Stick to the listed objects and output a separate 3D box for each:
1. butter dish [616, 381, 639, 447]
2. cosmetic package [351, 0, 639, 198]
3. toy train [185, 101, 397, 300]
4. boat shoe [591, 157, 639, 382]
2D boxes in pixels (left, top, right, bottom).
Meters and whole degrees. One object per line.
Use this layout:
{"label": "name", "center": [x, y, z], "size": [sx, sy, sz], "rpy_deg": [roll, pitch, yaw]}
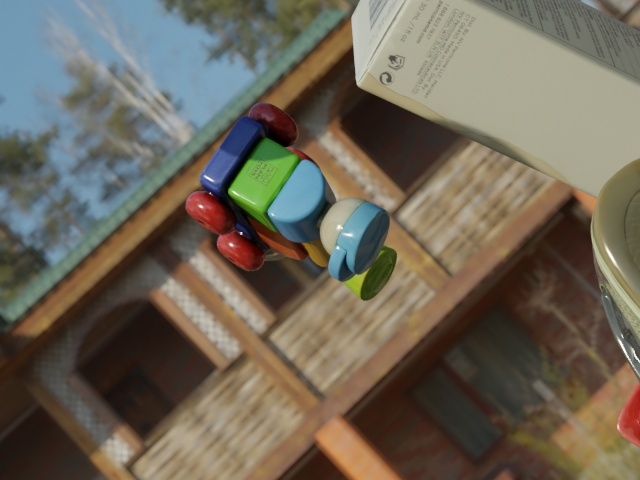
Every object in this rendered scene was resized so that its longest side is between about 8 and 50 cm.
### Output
{"label": "butter dish", "center": [0.442, 0.184, 1.621], "size": [0.160, 0.160, 0.118], "rpy_deg": [-56, -13, -9]}
{"label": "cosmetic package", "center": [0.188, -0.144, 1.229], "size": [0.113, 0.309, 0.160], "rpy_deg": [-58, 15, 27]}
{"label": "toy train", "center": [0.000, 0.000, 1.149], "size": [0.105, 0.143, 0.248], "rpy_deg": [-55, -21, -10]}
{"label": "boat shoe", "center": [0.172, 0.069, 0.511], "size": [0.080, 0.223, 0.073], "rpy_deg": [-32, -14, -4]}
